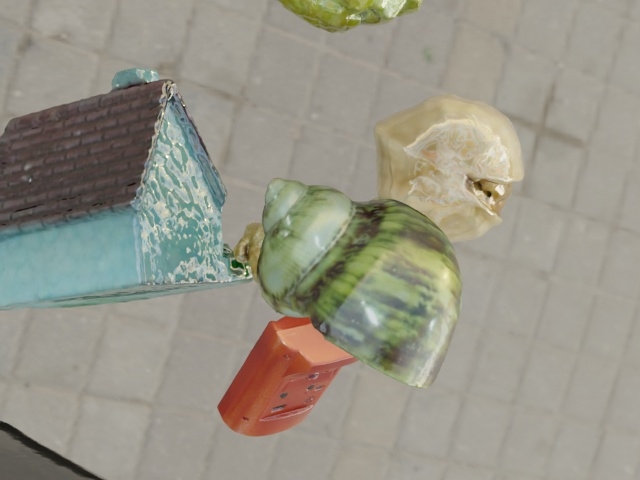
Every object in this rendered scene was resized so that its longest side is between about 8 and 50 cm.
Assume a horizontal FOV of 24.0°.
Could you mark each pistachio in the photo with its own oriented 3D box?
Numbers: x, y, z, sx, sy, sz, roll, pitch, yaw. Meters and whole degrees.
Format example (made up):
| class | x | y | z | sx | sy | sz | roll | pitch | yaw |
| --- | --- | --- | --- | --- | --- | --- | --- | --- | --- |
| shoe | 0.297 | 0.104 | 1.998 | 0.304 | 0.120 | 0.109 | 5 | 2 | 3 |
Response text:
| class | x | y | z | sx | sy | sz | roll | pitch | yaw |
| --- | --- | --- | --- | --- | --- | --- | --- | --- | --- |
| pistachio | 0.131 | -0.075 | 1.539 | 0.229 | 0.157 | 0.157 | -10 | 108 | -71 |

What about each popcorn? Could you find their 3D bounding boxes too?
| class | x | y | z | sx | sy | sz | roll | pitch | yaw |
| --- | --- | --- | --- | --- | --- | --- | --- | --- | --- |
| popcorn | 0.036 | -0.297 | 1.462 | 0.212 | 0.198 | 0.198 | -32 | 120 | 11 |

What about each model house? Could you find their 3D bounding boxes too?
| class | x | y | z | sx | sy | sz | roll | pitch | yaw |
| --- | --- | --- | --- | --- | --- | --- | --- | --- | --- |
| model house | -0.246 | -0.056 | 1.724 | 0.230 | 0.280 | 0.249 | 2 | 81 | -58 |

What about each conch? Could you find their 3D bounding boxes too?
| class | x | y | z | sx | sy | sz | roll | pitch | yaw |
| --- | --- | --- | --- | --- | --- | --- | --- | --- | --- |
| conch | 0.029 | 0.026 | 1.235 | 0.181 | 0.187 | 0.124 | 18 | 105 | 2 |

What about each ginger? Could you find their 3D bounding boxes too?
| class | x | y | z | sx | sy | sz | roll | pitch | yaw |
| --- | --- | --- | --- | --- | --- | --- | --- | --- | --- |
| ginger | 0.000 | 0.000 | 1.649 | 0.193 | 0.176 | 0.053 | -71 | 174 | -51 |

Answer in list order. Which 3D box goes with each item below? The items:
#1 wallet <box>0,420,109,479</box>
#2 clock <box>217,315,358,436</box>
| class | x | y | z | sx | sy | sz | roll | pitch | yaw |
| --- | --- | --- | --- | --- | --- | --- | --- | --- | --- |
| wallet | -0.135 | 0.130 | 0.676 | 0.149 | 0.250 | 0.044 | 3 | 100 | -44 |
| clock | -0.024 | 0.135 | 1.507 | 0.113 | 0.061 | 0.155 | -12 | 149 | -37 |
